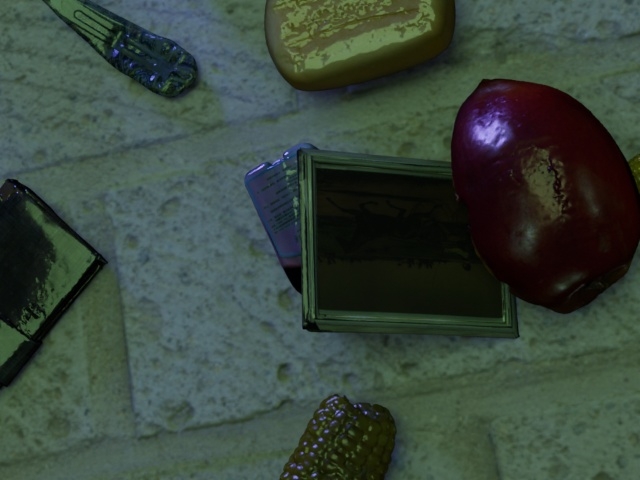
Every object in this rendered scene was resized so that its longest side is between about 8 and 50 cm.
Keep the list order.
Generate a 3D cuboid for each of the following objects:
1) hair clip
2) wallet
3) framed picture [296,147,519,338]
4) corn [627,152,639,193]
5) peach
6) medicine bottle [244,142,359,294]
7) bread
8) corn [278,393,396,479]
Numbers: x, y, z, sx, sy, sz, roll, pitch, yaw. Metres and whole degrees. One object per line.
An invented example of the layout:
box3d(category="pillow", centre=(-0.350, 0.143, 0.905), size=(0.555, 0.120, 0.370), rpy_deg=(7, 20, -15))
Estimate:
box3d(category="hair clip", centre=(-0.243, -0.243, 1.779), size=(0.229, 0.036, 0.066), rpy_deg=(33, 92, 13))
box3d(category="wallet", centre=(-0.409, 0.093, 1.745), size=(0.169, 0.044, 0.317), rpy_deg=(40, 91, 18))
box3d(category="framed picture", centre=(0.097, 0.004, 1.570), size=(0.252, 0.014, 0.197), rpy_deg=(3, 76, -21))
box3d(category="corn", centre=(0.393, -0.087, 1.560), size=(0.203, 0.072, 0.072), rpy_deg=(-31, 72, 8))
box3d(category="peach", centre=(0.231, -0.071, 1.531), size=(0.154, 0.158, 0.267), rpy_deg=(-28, 67, 38))
box3d(category="medicine bottle", centre=(0.000, 0.000, 1.616), size=(0.094, 0.119, 0.188), rpy_deg=(-27, 72, 8))
box3d(category="bread", centre=(0.047, -0.249, 1.670), size=(0.217, 0.098, 0.147), rpy_deg=(-12, 76, 14))
box3d(category="corn", centre=(-0.018, 0.335, 1.552), size=(0.120, 0.120, 0.363), rpy_deg=(20, 80, 18))
